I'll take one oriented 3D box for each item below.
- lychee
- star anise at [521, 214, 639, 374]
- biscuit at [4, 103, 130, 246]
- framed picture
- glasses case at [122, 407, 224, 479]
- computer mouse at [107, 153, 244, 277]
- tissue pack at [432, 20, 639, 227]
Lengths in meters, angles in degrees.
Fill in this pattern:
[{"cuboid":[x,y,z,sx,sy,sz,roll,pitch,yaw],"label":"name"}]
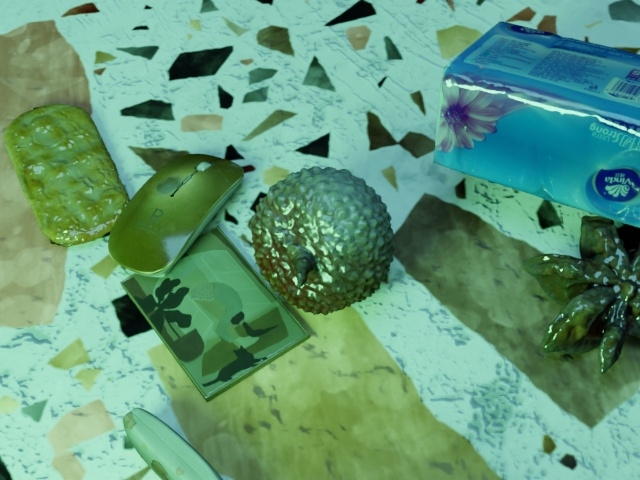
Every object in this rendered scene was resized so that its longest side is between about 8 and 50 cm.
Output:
[{"cuboid":[0.000,0.000,1.400,0.165,0.165,0.197,17,23,20],"label":"lychee"},{"cuboid":[0.323,0.047,1.375,0.212,0.073,0.197,-13,54,-5],"label":"star anise"},{"cuboid":[-0.319,-0.089,1.604,0.118,0.029,0.247,-23,52,-11],"label":"biscuit"},{"cuboid":[-0.123,0.078,1.456,0.136,0.010,0.201,-31,55,-15],"label":"framed picture"},{"cuboid":[-0.143,0.230,1.305,0.041,0.063,0.164,-39,57,-24],"label":"glasses case"},{"cuboid":[-0.171,-0.039,1.527,0.102,0.045,0.199,20,55,26],"label":"computer mouse"},{"cuboid":[0.285,-0.134,1.451,0.263,0.146,0.198,17,33,22],"label":"tissue pack"}]
